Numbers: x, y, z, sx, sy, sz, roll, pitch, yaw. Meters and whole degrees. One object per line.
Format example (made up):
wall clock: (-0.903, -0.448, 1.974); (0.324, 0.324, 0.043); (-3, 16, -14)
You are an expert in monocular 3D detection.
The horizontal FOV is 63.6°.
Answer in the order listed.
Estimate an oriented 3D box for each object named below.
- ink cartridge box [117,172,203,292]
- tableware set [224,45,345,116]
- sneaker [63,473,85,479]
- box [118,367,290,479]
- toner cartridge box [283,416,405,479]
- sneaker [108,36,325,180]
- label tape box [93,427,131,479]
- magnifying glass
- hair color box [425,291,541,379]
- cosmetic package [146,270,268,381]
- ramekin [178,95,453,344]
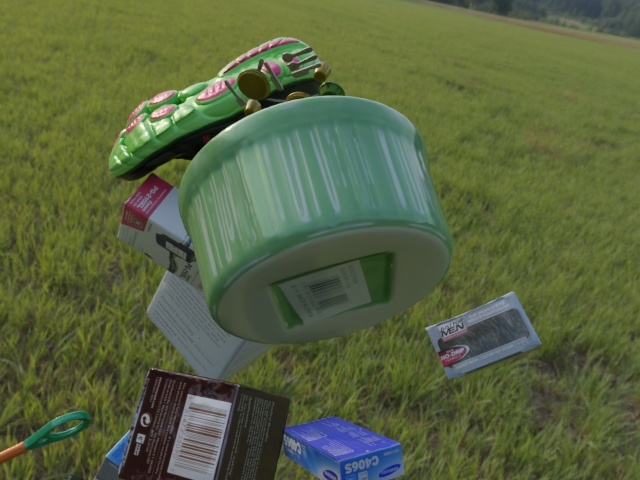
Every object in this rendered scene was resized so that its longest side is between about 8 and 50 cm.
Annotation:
ink cartridge box: (-0.294, -0.007, 1.096); (0.237, 0.172, 0.100); (34, 56, -8)
tableware set: (-0.048, -0.207, 0.712); (0.154, 0.104, 0.024); (-11, 43, 30)
sneaker: (-0.197, 0.290, 0.398); (0.134, 0.146, 0.343); (36, -17, -4)
box: (-0.175, 0.314, 0.832); (0.167, 0.168, 0.203); (3, -22, 22)
toner cartridge box: (0.042, 0.519, 1.281); (0.165, 0.075, 0.348); (-6, -5, -25)
sneaker: (-0.206, -0.212, 1.024); (0.483, 0.202, 0.185); (-19, 45, 13)
label tape box: (-0.561, 0.674, 1.488); (0.106, 0.333, 0.240); (33, 23, 3)
magnifying glass: (-0.639, 0.451, 1.167); (0.231, 0.092, 0.026); (-26, 60, -15)
hair color box: (0.371, 0.220, 1.142); (0.374, 0.185, 0.113); (30, 36, -64)
cosmetic package: (-0.250, 0.160, 1.562); (0.327, 0.393, 0.329); (45, 36, 14)
ramekin: (0.000, 0.000, 0.591); (0.304, 0.303, 0.148); (-1, 56, -24)
